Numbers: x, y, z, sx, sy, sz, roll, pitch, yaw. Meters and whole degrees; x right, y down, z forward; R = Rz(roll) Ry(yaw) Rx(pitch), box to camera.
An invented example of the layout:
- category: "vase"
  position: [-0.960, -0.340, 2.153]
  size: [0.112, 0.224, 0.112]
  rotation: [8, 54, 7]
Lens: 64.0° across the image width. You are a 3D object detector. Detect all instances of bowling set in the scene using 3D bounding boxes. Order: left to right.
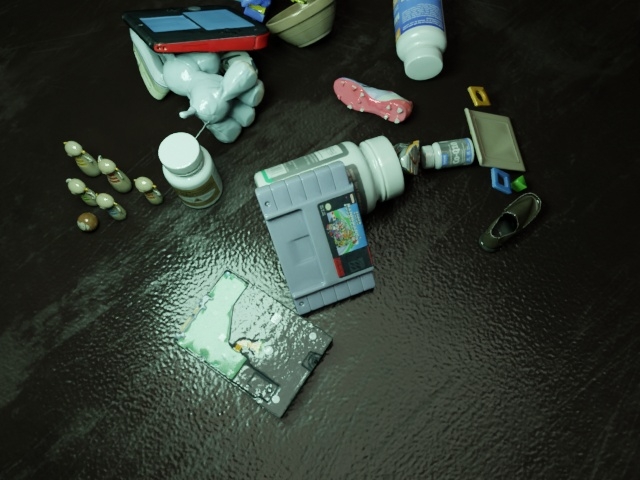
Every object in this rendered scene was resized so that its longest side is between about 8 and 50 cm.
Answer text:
- category: "bowling set"
  position: [-0.596, -0.123, 1.393]
  size: [0.287, 0.154, 0.199]
  rotation: [21, 72, 8]

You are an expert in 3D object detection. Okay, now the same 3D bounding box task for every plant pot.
- category: "plant pot"
  position: [-0.041, -0.673, 1.578]
  size: [0.237, 0.109, 0.237]
  rotation: [-22, 29, 13]

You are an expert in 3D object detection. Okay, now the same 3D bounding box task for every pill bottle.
- category: "pill bottle"
  position: [-0.347, -0.185, 1.371]
  size: [0.131, 0.229, 0.131]
  rotation: [0, 71, 1]
- category: "pill bottle"
  position: [0.024, -0.141, 1.364]
  size: [0.361, 0.204, 0.204]
  rotation: [-20, 72, -6]
- category: "pill bottle"
  position: [0.304, -0.637, 1.563]
  size: [0.152, 0.152, 0.271]
  rotation: [0, 70, 1]
- category: "pill bottle"
  position: [0.361, -0.246, 1.463]
  size: [0.137, 0.078, 0.078]
  rotation: [-9, 71, -2]

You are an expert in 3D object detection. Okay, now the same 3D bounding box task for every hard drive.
- category: "hard drive"
  position: [-0.171, 0.255, 1.302]
  size: [0.339, 0.064, 0.237]
  rotation: [32, 74, 10]

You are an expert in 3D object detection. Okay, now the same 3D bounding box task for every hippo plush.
- category: "hippo plush"
  position: [-0.332, -0.419, 1.460]
  size: [0.236, 0.234, 0.294]
  rotation: [40, 68, 18]

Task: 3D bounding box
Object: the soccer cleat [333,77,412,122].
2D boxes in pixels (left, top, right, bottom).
- category: "soccer cleat"
  position: [0.158, -0.427, 1.540]
  size: [0.248, 0.083, 0.095]
  rotation: [26, 43, 15]

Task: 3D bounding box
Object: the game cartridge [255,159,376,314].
- category: "game cartridge"
  position: [0.000, 0.000, 1.273]
  size: [0.230, 0.068, 0.355]
  rotation: [-18, 116, -2]

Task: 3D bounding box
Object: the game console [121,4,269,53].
- category: "game console"
  position: [-0.363, -0.621, 1.484]
  size: [0.342, 0.060, 0.386]
  rotation: [-12, 37, -28]

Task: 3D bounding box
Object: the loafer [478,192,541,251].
- category: "loafer"
  position: [0.528, -0.054, 1.393]
  size: [0.080, 0.078, 0.220]
  rotation: [43, 77, 14]

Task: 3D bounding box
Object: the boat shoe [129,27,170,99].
- category: "boat shoe"
  position: [-0.530, -0.565, 1.578]
  size: [0.094, 0.109, 0.302]
  rotation: [-44, 58, 32]

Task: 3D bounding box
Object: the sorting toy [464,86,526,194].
- category: "sorting toy"
  position: [0.490, -0.281, 1.464]
  size: [0.196, 0.047, 0.347]
  rotation: [4, 67, -31]

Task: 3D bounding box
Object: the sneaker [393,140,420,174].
- category: "sneaker"
  position: [0.229, -0.228, 1.415]
  size: [0.083, 0.215, 0.084]
  rotation: [1, 106, 14]

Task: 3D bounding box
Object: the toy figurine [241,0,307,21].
- category: "toy figurine"
  position: [-0.154, -0.739, 1.589]
  size: [0.191, 0.217, 0.362]
  rotation: [27, 39, -18]

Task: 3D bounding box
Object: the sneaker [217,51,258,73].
- category: "sneaker"
  position: [-0.315, -0.531, 1.566]
  size: [0.235, 0.094, 0.153]
  rotation: [38, 77, 13]
